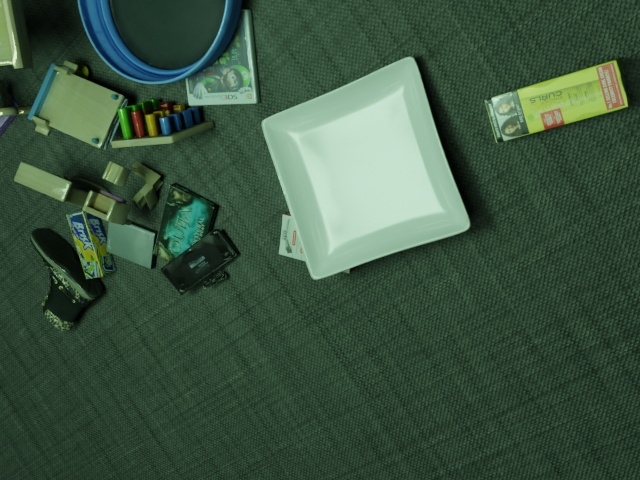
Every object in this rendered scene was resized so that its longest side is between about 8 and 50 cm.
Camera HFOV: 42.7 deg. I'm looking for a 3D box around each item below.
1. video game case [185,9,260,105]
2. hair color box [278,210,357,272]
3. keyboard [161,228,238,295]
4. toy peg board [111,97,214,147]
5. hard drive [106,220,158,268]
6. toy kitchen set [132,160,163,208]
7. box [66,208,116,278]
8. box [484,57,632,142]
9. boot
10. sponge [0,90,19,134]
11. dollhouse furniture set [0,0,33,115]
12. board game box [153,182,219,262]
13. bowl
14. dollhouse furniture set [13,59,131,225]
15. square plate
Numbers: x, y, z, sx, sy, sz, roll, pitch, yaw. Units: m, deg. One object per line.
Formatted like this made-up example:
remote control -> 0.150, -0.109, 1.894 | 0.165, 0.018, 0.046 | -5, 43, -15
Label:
video game case -> -0.214, -0.382, 1.724 | 0.173, 0.022, 0.191 | 3, 107, 26
hair color box -> 0.000, 0.000, 1.718 | 0.167, 0.053, 0.093 | 15, 111, 21
keyboard -> -0.268, 0.059, 1.868 | 0.180, 0.023, 0.108 | -34, 101, 20
toy peg board -> -0.341, -0.257, 1.744 | 0.160, 0.161, 0.079 | -1, 109, 27
hard drive -> -0.451, 0.003, 1.964 | 0.135, 0.022, 0.094 | 20, 114, 21
toy kitchen set -> -0.413, -0.119, 1.885 | 0.075, 0.083, 0.068 | 31, 159, 15
box -> -0.559, 0.005, 2.001 | 0.059, 0.054, 0.169 | -9, 102, 29
box -> 0.413, -0.242, 1.430 | 0.232, 0.058, 0.087 | -12, 99, 29
boot -> -0.673, 0.103, 2.073 | 0.236, 0.085, 0.179 | 45, 122, 7
sponge -> -0.847, -0.309, 2.061 | 0.210, 0.031, 0.117 | -38, 87, 31
dollhouse furniture set -> -0.710, -0.448, 1.769 | 0.256, 0.394, 0.362 | -5, 102, 3
board game box -> -0.311, -0.024, 1.883 | 0.126, 0.026, 0.186 | 27, 116, 17
bowl -> -0.332, -0.520, 1.691 | 0.391, 0.077, 0.391 | 6, 103, 26
dollhouse furniture set -> -0.496, -0.220, 1.873 | 0.286, 0.198, 0.304 | 22, 90, 15
square plate -> 0.085, -0.133, 1.603 | 0.347, 0.049, 0.344 | -19, 87, 24
